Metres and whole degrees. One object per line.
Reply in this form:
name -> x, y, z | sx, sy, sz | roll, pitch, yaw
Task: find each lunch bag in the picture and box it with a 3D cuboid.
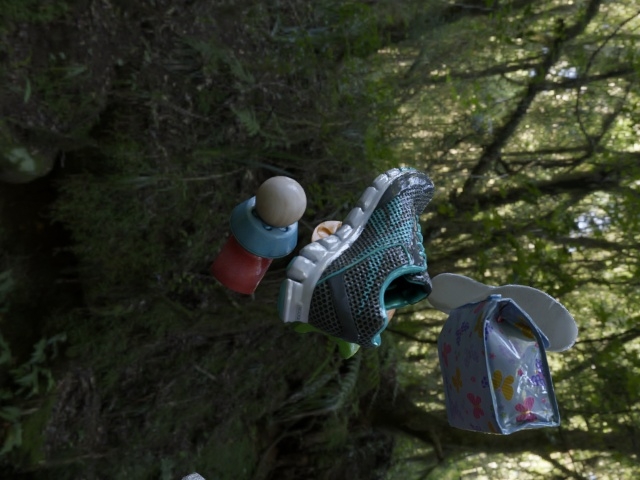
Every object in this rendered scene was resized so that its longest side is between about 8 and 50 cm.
lunch bag -> 0.113, 0.080, 0.384 | 0.071, 0.053, 0.083 | 133, -50, -69

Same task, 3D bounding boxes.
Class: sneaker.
sneaker -> 0.045, 0.012, 0.396 | 0.076, 0.166, 0.064 | 28, -39, 20
sneaker -> 0.265, 0.106, 0.856 | 0.080, 0.212, 0.094 | -63, 151, -12

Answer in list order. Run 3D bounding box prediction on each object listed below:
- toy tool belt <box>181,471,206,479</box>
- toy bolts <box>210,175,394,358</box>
toy tool belt -> -0.167, 0.370, 0.822 | 0.083, 0.052, 0.051 | 27, -75, 31
toy bolts -> 0.000, 0.000, 0.742 | 0.158, 0.229, 0.218 | -53, -168, 45
